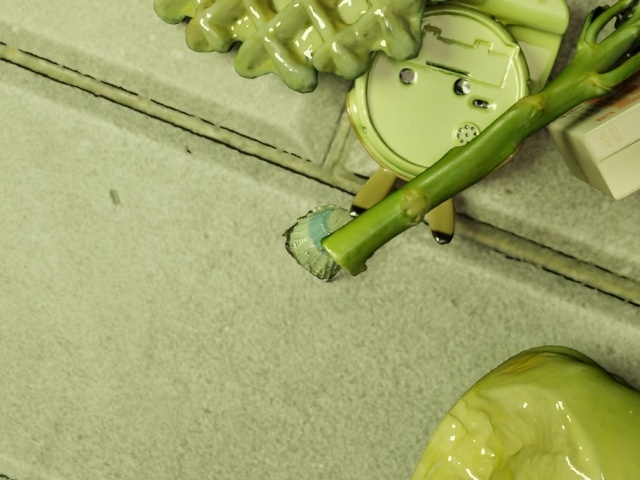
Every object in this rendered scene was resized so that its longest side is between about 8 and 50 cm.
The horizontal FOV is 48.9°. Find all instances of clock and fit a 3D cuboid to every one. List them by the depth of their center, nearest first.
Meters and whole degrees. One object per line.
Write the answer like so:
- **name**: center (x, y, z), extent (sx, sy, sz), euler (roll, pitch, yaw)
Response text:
- **clock**: center (0.103, -0.118, 0.615), extent (0.169, 0.069, 0.232), euler (16, 101, 6)

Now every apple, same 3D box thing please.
- **apple**: center (0.203, 0.231, 0.562), extent (0.278, 0.279, 0.279), euler (1, 99, 8)

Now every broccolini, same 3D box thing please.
- **broccolini**: center (0.163, -0.098, 0.550), extent (0.392, 0.074, 0.079), euler (-35, 48, -7)

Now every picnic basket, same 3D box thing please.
- **picnic basket**: center (0.000, 0.000, 0.657), extent (0.065, 0.083, 0.083), euler (40, 146, 0)

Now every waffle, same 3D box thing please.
- **waffle**: center (-0.008, -0.281, 0.576), extent (0.291, 0.056, 0.310), euler (23, 98, 26)

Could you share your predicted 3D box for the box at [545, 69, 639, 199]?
- **box**: center (0.291, -0.115, 0.553), extent (0.201, 0.141, 0.058), euler (-31, 98, 13)
